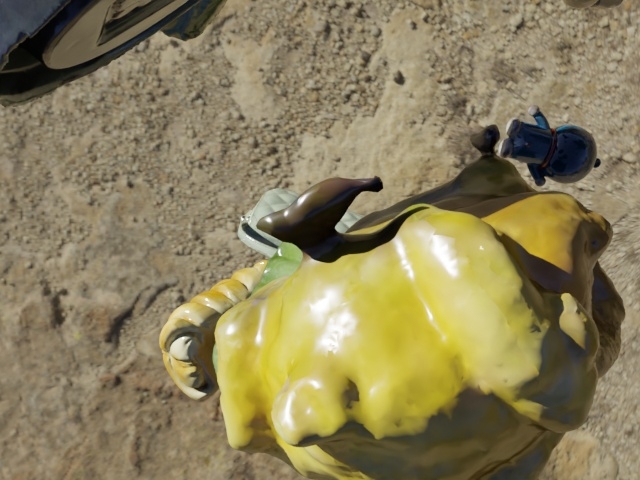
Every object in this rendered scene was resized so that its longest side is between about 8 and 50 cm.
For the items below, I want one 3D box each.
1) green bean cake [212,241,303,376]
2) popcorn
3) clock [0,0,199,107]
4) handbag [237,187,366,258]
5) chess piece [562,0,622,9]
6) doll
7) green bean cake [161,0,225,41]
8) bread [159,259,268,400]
[{"bbox_3d":[0.024,0.122,0.813,0.125,0.248,0.222,14,71,54],"label":"green bean cake"},{"bbox_3d":[0.085,0.074,0.550,0.297,0.316,0.281,-18,90,68],"label":"popcorn"},{"bbox_3d":[-0.129,-0.193,0.544,0.281,0.280,0.055,-32,101,22],"label":"clock"},{"bbox_3d":[0.000,0.000,1.207,0.256,0.219,0.079,18,110,5],"label":"handbag"},{"bbox_3d":[0.380,-0.466,1.330,0.117,0.397,0.117,-12,76,60],"label":"chess piece"},{"bbox_3d":[0.345,-0.134,1.156,0.152,0.085,0.114,13,107,-5],"label":"doll"},{"bbox_3d":[-0.187,-0.363,0.899,0.227,0.222,0.125,37,133,-16],"label":"green bean cake"},{"bbox_3d":[-0.158,0.152,1.434,0.121,0.311,0.172,6,117,41],"label":"bread"}]
